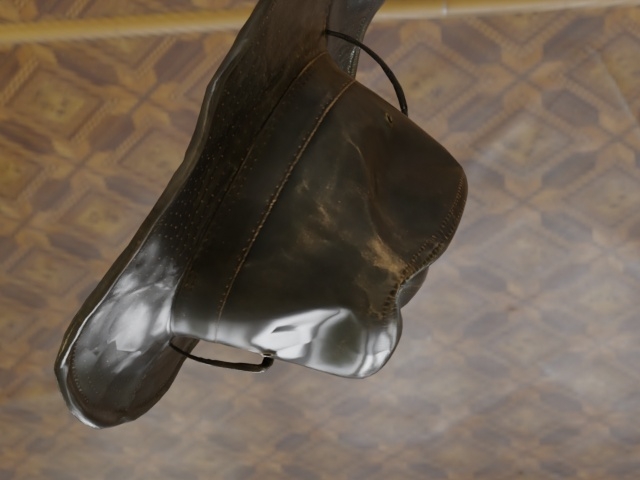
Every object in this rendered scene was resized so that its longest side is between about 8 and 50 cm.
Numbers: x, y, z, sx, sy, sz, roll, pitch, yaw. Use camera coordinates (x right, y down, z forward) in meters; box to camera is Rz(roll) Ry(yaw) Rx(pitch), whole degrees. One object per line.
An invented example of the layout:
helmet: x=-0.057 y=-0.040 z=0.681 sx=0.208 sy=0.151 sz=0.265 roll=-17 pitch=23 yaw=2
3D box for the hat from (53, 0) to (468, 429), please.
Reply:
hat: x=0.000 y=0.000 z=0.695 sx=0.134 sy=0.331 sz=0.331 roll=31 pitch=141 yaw=7
